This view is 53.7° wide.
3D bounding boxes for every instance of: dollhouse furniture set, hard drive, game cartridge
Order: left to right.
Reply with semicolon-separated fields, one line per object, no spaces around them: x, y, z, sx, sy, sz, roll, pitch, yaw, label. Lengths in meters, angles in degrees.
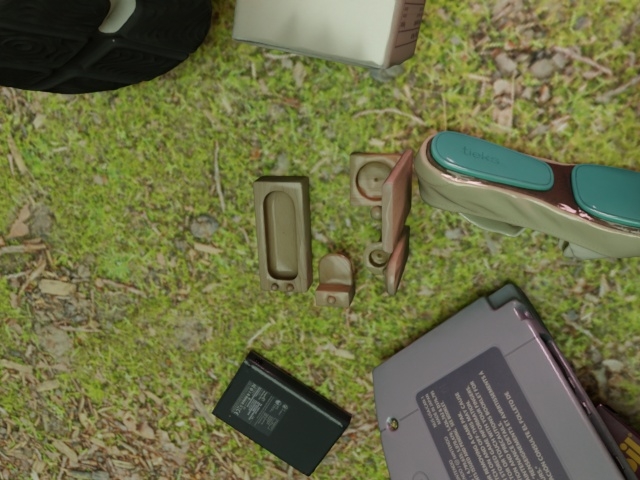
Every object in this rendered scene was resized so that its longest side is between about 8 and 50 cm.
-0.045;0.197;0.710;0.135;0.022;0.094;33;114;2;hard drive
0.000;0.000;0.570;0.151;0.123;0.144;3;110;14;dollhouse furniture set
0.161;0.211;0.553;0.198;0.062;0.297;-41;53;27;game cartridge

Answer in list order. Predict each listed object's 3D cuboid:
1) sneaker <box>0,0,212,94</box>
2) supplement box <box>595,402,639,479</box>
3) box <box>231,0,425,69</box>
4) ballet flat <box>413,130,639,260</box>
-0.155;-0.285;0.442;0.447;0.169;0.258;-19;76;51;sneaker
0.291;0.245;0.549;0.188;0.080;0.104;42;96;30;supplement box
0.034;-0.291;0.445;0.121;0.148;0.311;15;111;10;box
0.199;-0.029;0.541;0.248;0.086;0.086;18;113;9;ballet flat
